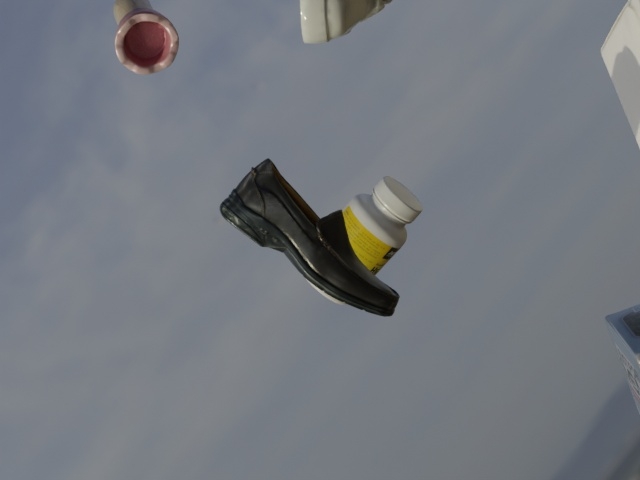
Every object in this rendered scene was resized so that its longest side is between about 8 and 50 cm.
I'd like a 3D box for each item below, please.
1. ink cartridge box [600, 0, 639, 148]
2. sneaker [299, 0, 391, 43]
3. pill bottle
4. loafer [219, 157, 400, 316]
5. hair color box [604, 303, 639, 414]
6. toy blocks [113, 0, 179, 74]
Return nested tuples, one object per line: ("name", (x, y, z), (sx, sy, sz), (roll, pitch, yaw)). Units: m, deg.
("ink cartridge box", (0.421, -0.176, 1.895), (0.233, 0.171, 0.168), (-17, -16, -11))
("sneaker", (0.080, -0.261, 1.780), (0.292, 0.169, 0.108), (-68, -19, -57))
("pill bottle", (0.038, -0.002, 1.787), (0.116, 0.065, 0.065), (-48, -9, 18))
("loafer", (0.000, 0.000, 1.611), (0.061, 0.170, 0.062), (-55, 3, 7))
("hair color box", (0.348, 0.197, 1.319), (0.185, 0.374, 0.113), (-21, 12, 2))
("toy blocks", (-0.274, -0.301, 1.886), (0.260, 0.289, 0.309), (-118, 29, -63))
